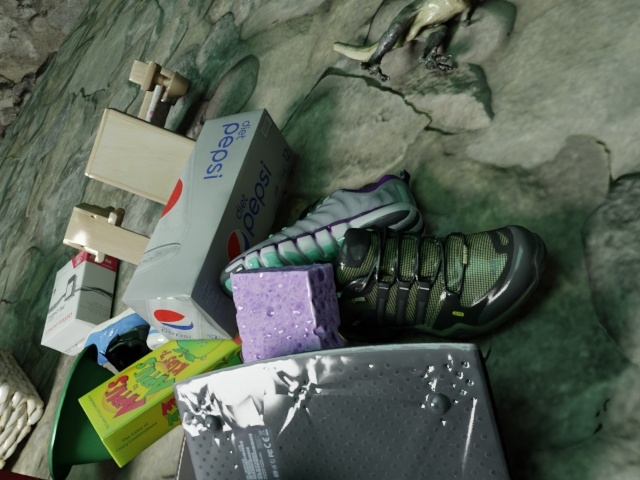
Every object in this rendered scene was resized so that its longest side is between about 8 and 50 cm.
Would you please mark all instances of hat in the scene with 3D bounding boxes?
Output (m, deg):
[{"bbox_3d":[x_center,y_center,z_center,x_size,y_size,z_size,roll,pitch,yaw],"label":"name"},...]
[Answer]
[{"bbox_3d":[-0.231,0.237,0.805,0.208,0.183,0.173,-104,24,-74],"label":"hat"}]

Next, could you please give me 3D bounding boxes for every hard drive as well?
[{"bbox_3d":[0.015,0.161,0.465,0.254,0.054,0.172,-14,91,28],"label":"hard drive"}]

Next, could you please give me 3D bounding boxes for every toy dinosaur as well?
[{"bbox_3d":[0.105,-0.239,0.718,0.268,0.064,0.118,-18,47,44],"label":"toy dinosaur"}]

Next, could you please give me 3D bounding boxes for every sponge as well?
[{"bbox_3d":[-0.021,0.127,0.548,0.117,0.031,0.210,-7,94,48],"label":"sponge"}]

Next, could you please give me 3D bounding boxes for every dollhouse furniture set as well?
[{"bbox_3d":[-0.258,-0.128,1.069,0.355,0.174,0.303,-108,39,-79],"label":"dollhouse furniture set"}]

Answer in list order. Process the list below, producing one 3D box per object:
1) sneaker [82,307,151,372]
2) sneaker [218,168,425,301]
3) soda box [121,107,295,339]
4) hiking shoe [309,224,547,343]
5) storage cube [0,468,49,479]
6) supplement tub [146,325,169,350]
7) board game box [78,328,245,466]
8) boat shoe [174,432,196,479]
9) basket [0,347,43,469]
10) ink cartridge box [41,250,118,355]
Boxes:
[{"bbox_3d":[-0.298,0.160,0.901,0.152,0.058,0.084,-32,36,22],"label":"sneaker"},{"bbox_3d":[0.000,0.000,0.651,0.223,0.083,0.098,-19,39,17],"label":"sneaker"},{"bbox_3d":[-0.123,-0.025,0.747,0.098,0.091,0.286,-5,51,27],"label":"soda box"},{"bbox_3d":[0.070,0.032,0.523,0.227,0.114,0.086,-22,49,38],"label":"hiking shoe"},{"bbox_3d":[-0.416,0.400,0.755,0.193,0.215,0.184,8,73,57],"label":"storage cube"},{"bbox_3d":[-0.177,0.091,0.801,0.071,0.071,0.107,-19,53,40],"label":"supplement tub"},{"bbox_3d":[-0.162,0.155,0.686,0.181,0.043,0.092,-33,30,-24],"label":"board game box"},{"bbox_3d":[-0.116,0.290,0.577,0.103,0.092,0.285,-38,41,33],"label":"boat shoe"},{"bbox_3d":[-0.707,0.300,1.057,0.331,0.266,0.328,15,67,50],"label":"basket"},{"bbox_3d":[-0.407,0.102,1.058,0.109,0.063,0.150,-33,44,30],"label":"ink cartridge box"}]
